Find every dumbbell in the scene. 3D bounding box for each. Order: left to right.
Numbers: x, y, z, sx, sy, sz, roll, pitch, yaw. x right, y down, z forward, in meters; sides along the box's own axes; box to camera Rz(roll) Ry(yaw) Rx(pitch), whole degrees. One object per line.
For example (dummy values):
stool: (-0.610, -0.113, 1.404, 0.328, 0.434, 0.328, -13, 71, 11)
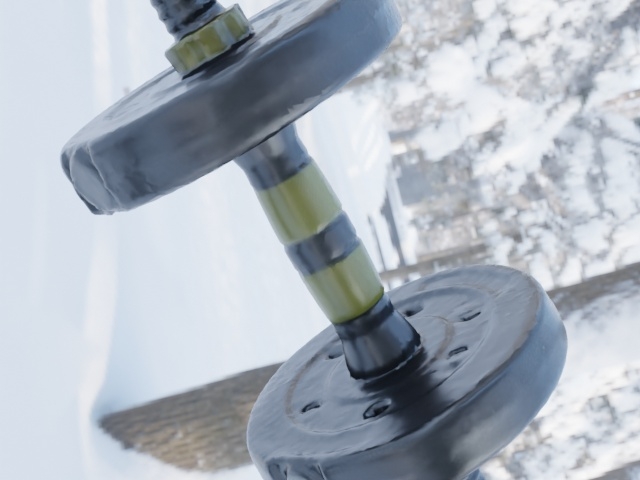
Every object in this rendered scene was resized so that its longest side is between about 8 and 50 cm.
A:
dumbbell: (0.000, 0.000, 0.440, 0.325, 0.143, 0.143, 60, 9, -16)
